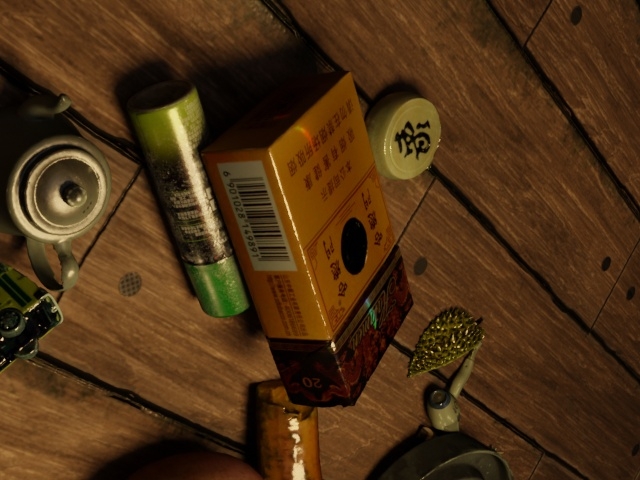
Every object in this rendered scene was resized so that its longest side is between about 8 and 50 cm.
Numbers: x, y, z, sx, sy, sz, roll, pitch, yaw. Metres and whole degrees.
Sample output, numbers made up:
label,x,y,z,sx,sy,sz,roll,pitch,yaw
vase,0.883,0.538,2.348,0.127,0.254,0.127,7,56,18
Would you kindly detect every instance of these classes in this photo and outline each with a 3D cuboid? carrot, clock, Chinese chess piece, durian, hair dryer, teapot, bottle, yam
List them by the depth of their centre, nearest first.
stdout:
label,x,y,z,sx,sy,sz,roll,pitch,yaw
teapot,-0.310,-0.056,1.068,0.162,0.149,0.239,-10,112,-41
bottle,-0.165,-0.047,1.243,0.093,0.093,0.330,-34,126,-28
carrot,-0.048,0.378,1.470,0.114,0.114,0.302,-8,100,-41
Chinese chess piece,0.132,-0.168,1.493,0.144,0.058,0.144,-18,118,-38
durian,0.248,0.187,1.746,0.215,0.086,0.100,-30,158,-27
clock,0.213,0.550,1.801,0.386,0.076,0.386,-18,124,-29
hair dryer,0.275,0.308,1.832,0.199,0.067,0.167,-48,143,-37
yam,0.277,0.462,1.885,0.327,0.045,0.045,47,44,-43

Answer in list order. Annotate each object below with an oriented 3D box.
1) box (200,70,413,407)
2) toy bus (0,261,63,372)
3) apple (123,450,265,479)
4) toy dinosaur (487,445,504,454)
label,x,y,z,sx,sy,sz,roll,pitch,yaw
box,0.000,0.000,1.316,0.264,0.116,0.415,-51,132,-50
toy bus,-0.400,0.111,1.082,0.175,0.101,0.088,-44,159,-22
apple,-0.180,0.445,1.312,0.305,0.235,0.306,-9,106,-32
toy dinosaur,0.352,0.460,1.960,0.083,0.030,0.047,-2,106,-43
